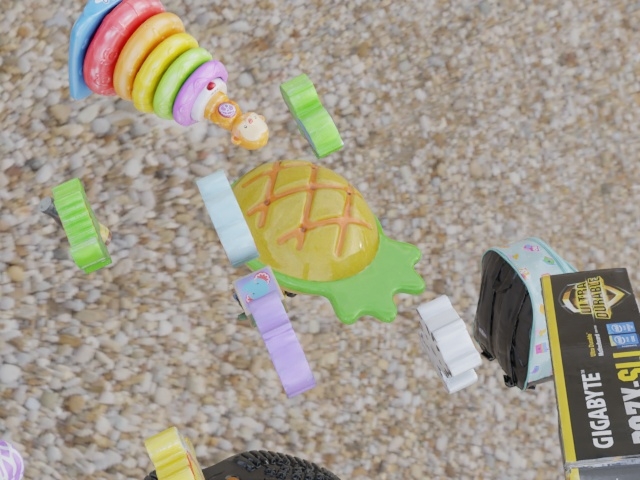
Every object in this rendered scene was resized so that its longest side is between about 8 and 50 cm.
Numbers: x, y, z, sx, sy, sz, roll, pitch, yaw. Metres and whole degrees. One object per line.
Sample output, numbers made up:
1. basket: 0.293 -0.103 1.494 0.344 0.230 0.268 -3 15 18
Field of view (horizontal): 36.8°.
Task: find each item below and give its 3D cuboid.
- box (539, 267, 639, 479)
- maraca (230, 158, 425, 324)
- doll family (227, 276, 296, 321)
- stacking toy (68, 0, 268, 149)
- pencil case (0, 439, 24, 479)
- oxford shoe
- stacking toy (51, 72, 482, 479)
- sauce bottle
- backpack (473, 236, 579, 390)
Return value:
1. box: 0.234 0.217 0.741 0.257 0.079 0.321 -69 148 -62
2. maraca: 0.000 0.000 0.800 0.186 0.099 0.127 36 54 18
3. doll family: -0.073 0.087 1.796 0.193 0.076 0.111 -40 74 10
4. stacking toy: -0.197 -0.221 1.357 0.302 0.165 0.175 36 53 11
5. pencil case: -0.564 0.393 1.518 0.206 0.086 0.088 -28 140 -57
6. oxford shoe: -0.073 0.254 0.893 0.227 0.083 0.096 3 111 -36
7. stacking toy: -0.037 0.020 0.513 0.167 0.052 0.221 -25 65 -6
8. sauce bottle: -0.376 -0.027 1.470 0.128 0.042 0.042 36 69 -46
9. backpack: 0.297 0.091 1.345 0.145 0.166 0.188 -17 124 -10
